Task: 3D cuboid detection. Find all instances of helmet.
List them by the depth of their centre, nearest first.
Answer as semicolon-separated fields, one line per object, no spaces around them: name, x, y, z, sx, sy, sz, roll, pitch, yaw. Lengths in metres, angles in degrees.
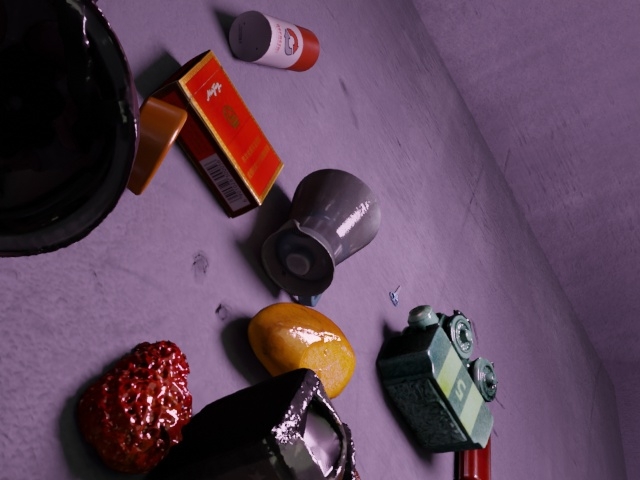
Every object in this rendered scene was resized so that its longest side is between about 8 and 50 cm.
helmet;-0.321;-0.153;0.747;0.338;0.271;0.197;56;-2;-11

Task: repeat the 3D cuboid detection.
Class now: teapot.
teapot;0.000;0.000;1.330;0.225;0.171;0.203;-54;149;-52

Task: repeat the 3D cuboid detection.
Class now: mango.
mango;-0.038;0.171;1.177;0.217;0.102;0.141;34;65;-44

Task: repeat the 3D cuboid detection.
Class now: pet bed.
pet bed;-0.069;0.280;0.903;0.159;0.210;0.183;59;24;-11

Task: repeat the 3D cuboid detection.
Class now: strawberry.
strawberry;-0.202;0.181;0.881;0.121;0.082;0.188;52;33;-23

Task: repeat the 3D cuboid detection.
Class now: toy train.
toy train;0.249;0.292;1.564;0.299;0.166;0.238;58;38;-15

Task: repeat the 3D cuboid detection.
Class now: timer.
timer;-0.273;-0.152;0.990;0.152;0.132;0.132;30;39;-15

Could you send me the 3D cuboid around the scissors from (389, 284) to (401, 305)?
scissors;0.175;0.120;1.710;0.036;0.006;0.083;60;27;-12

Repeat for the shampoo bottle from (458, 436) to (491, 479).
shampoo bottle;0.344;0.497;1.674;0.102;0.064;0.260;57;29;-29

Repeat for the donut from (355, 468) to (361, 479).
donut;0.013;0.382;1.155;0.140;0.059;0.141;37;42;-42

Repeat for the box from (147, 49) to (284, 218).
box;-0.164;-0.176;1.238;0.240;0.074;0.153;58;32;-22

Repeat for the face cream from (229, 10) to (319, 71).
face cream;-0.088;-0.398;1.516;0.214;0.095;0.096;-14;82;-64
